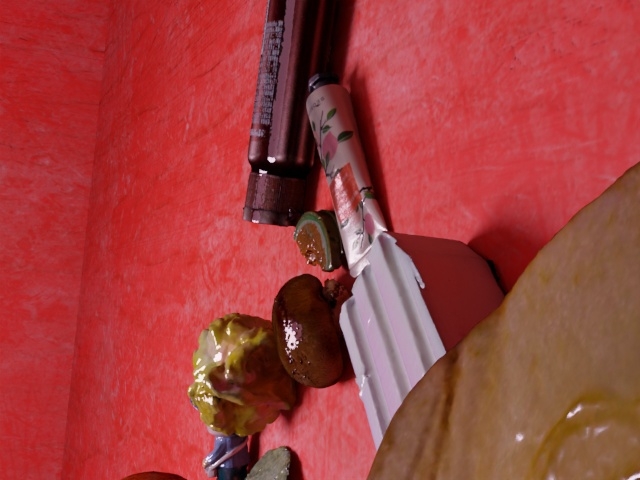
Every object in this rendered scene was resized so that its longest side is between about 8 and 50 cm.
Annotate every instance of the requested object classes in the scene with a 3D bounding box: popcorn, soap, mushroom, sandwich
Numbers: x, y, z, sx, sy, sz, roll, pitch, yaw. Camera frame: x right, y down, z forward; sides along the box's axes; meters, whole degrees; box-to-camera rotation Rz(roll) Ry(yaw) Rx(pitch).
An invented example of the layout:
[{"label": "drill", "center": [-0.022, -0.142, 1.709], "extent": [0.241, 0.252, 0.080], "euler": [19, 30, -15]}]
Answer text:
[{"label": "popcorn", "center": [-0.092, 0.160, 1.084], "extent": [0.145, 0.125, 0.126], "euler": [-59, 31, -6]}, {"label": "soap", "center": [0.096, 0.102, 0.704], "extent": [0.230, 0.091, 0.145], "euler": [-107, 29, -42]}, {"label": "mushroom", "center": [-0.006, 0.098, 0.973], "extent": [0.127, 0.087, 0.127], "euler": [171, 90, -85]}, {"label": "sandwich", "center": [0.000, -0.002, 1.032], "extent": [0.135, 0.029, 0.067], "euler": [-167, 85, -67]}]

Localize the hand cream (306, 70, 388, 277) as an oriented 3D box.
[{"label": "hand cream", "center": [0.027, -0.079, 0.980], "extent": [0.080, 0.050, 0.234], "euler": [-49, 47, 47]}]

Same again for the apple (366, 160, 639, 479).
[{"label": "apple", "center": [0.140, 0.136, 0.355], "extent": [0.329, 0.295, 0.365], "euler": [46, 123, 27]}]

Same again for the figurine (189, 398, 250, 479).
[{"label": "figurine", "center": [-0.118, 0.250, 1.176], "extent": [0.087, 0.086, 0.149], "euler": [-1, 93, 32]}]

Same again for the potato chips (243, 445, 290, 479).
[{"label": "potato chips", "center": [-0.087, 0.347, 1.046], "extent": [0.167, 0.059, 0.228], "euler": [-17, 57, 21]}]

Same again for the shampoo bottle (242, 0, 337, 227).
[{"label": "shampoo bottle", "center": [-0.036, -0.179, 1.100], "extent": [0.129, 0.084, 0.323], "euler": [-162, 79, -70]}]

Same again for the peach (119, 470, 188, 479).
[{"label": "peach", "center": [-0.200, 0.406, 1.171], "extent": [0.232, 0.256, 0.232], "euler": [14, 117, 29]}]
